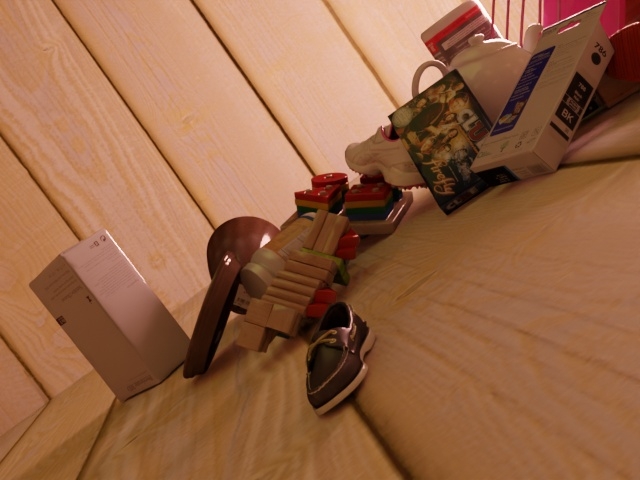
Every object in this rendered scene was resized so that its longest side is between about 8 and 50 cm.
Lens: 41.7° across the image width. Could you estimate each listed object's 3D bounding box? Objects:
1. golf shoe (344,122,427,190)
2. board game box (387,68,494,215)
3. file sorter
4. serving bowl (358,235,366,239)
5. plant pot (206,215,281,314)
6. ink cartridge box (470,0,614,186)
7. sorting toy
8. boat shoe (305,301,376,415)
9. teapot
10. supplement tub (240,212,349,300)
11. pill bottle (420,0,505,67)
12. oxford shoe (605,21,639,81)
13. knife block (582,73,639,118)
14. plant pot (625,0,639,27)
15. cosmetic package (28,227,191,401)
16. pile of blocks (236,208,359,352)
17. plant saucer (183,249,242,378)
[{"bbox_3d":[0.151,-0.202,1.851,0.115,0.140,0.306,-12,20,-27],"label":"golf shoe"},{"bbox_3d":[0.249,-0.190,1.596,0.165,0.243,0.042,-34,-33,14],"label":"board game box"},{"bbox_3d":[0.555,-0.523,1.999,0.182,0.202,0.290,-2,5,-20],"label":"file sorter"},{"bbox_3d":[0.103,-0.024,1.993,0.083,0.027,0.083,-36,6,4],"label":"serving bowl"},{"bbox_3d":[-0.183,0.083,2.074,0.215,0.215,0.230,-34,21,13],"label":"plant pot"},{"bbox_3d":[0.390,-0.247,1.433,0.333,0.065,0.165,-60,20,-19],"label":"ink cartridge box"},{"bbox_3d":[0.062,-0.093,1.919,0.255,0.089,0.257,-2,19,17],"label":"sorting toy"},{"bbox_3d":[0.014,0.141,1.045,0.081,0.069,0.228,-34,6,16],"label":"boat shoe"},{"bbox_3d":[0.344,-0.335,1.750,0.252,0.187,0.256,-16,11,26],"label":"teapot"},{"bbox_3d":[-0.053,0.050,1.735,0.199,0.144,0.144,-39,7,-26],"label":"supplement tub"},{"bbox_3d":[0.418,-0.458,2.200,0.176,0.318,0.176,-35,6,4],"label":"pill bottle"},{"bbox_3d":[0.577,-0.315,1.357,0.098,0.097,0.271,-13,8,-31],"label":"oxford shoe"},{"bbox_3d":[0.527,-0.298,1.498,0.242,0.088,0.275,-39,7,-22],"label":"knife block"},{"bbox_3d":[0.774,-0.650,2.113,0.265,0.272,0.272,-42,5,9],"label":"plant pot"},{"bbox_3d":[-0.515,0.189,2.083,0.217,0.385,0.156,-33,5,44],"label":"cosmetic package"},{"bbox_3d":[-0.012,0.094,1.507,0.112,0.149,0.362,15,43,22],"label":"pile of blocks"},{"bbox_3d":[-0.216,0.155,1.725,0.278,0.041,0.278,-161,90,-89],"label":"plant saucer"}]
